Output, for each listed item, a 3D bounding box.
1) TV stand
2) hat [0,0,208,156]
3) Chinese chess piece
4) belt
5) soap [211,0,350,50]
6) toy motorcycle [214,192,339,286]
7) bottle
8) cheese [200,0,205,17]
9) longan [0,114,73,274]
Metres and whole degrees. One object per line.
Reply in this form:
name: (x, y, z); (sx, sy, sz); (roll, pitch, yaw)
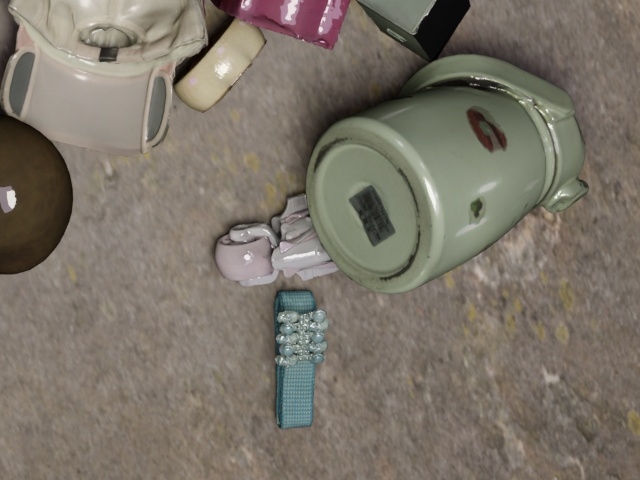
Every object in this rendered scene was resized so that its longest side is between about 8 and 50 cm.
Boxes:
TV stand: (0.107, -0.265, 1.919); (0.083, 0.269, 0.088); (35, 95, 8)
hat: (-0.243, -0.213, 1.942); (0.220, 0.164, 0.226); (13, 141, -5)
Chinese chess piece: (-0.115, -0.202, 1.956); (0.051, 0.122, 0.122); (41, 91, -10)
belt: (-0.027, 0.152, 2.096); (0.065, 0.100, 0.179); (-4, 109, -11)
soap: (0.002, -0.404, 1.875); (0.128, 0.233, 0.359); (17, 99, -17)
toy motorcycle: (0.000, 0.000, 2.053); (0.254, 0.112, 0.112); (-14, 108, -13)
bottle: (0.166, -0.099, 1.996); (0.352, 0.229, 0.229); (-27, 114, -39)
cheese: (-0.140, -0.376, 1.843); (0.074, 0.189, 0.286); (-5, 69, -3)
longan: (-0.357, -0.050, 1.908); (0.189, 0.189, 0.189); (-4, 106, -15)
